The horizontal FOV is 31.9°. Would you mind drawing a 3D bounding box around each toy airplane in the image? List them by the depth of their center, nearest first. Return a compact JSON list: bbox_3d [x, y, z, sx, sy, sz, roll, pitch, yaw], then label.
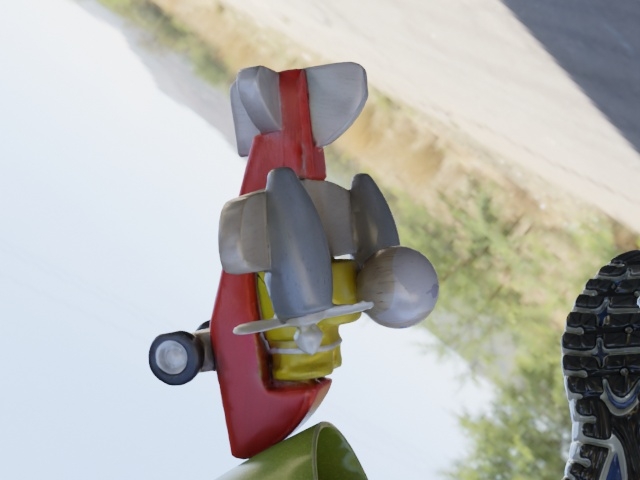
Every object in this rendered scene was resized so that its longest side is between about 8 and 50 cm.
[{"bbox_3d":[0.000,0.000,1.178,0.272,0.386,0.384,15,140,15],"label":"toy airplane"}]

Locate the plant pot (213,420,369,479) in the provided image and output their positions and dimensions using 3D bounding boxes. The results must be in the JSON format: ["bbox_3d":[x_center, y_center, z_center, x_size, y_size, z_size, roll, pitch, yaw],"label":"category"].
[{"bbox_3d":[-0.088,0.360,1.139,0.275,0.293,0.275,-20,-90,-80],"label":"plant pot"}]

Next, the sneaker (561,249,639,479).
[{"bbox_3d":[0.299,0.168,1.076,0.130,0.330,0.147,8,167,27],"label":"sneaker"}]

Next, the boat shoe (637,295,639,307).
[{"bbox_3d":[0.294,0.004,0.851,0.091,0.114,0.302,47,-151,17],"label":"boat shoe"}]
